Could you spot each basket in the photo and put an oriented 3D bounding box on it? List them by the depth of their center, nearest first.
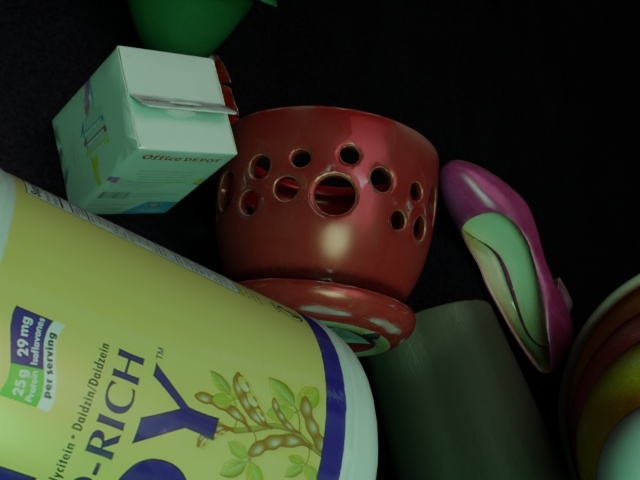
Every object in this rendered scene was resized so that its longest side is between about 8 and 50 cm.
[{"bbox_3d":[0.132,0.180,0.872,0.204,0.154,0.226,24,44,-62],"label":"basket"}]

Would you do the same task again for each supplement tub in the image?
[{"bbox_3d":[-0.161,0.100,0.538,0.331,0.241,0.241,27,52,-27],"label":"supplement tub"}]

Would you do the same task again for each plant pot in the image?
[{"bbox_3d":[0.000,0.000,0.823,0.191,0.191,0.174,20,67,-32],"label":"plant pot"}]

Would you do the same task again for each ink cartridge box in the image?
[{"bbox_3d":[-0.140,-0.089,0.789,0.092,0.143,0.089,-1,69,-41],"label":"ink cartridge box"}]

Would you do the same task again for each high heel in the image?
[{"bbox_3d":[0.197,0.029,1.058,0.244,0.082,0.117,56,34,-19],"label":"high heel"}]

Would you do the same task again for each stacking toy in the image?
[{"bbox_3d":[0.326,0.183,0.809,0.480,0.351,0.350,1,66,-62],"label":"stacking toy"}]

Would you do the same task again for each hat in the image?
[{"bbox_3d":[-0.148,-0.174,0.915,0.173,0.183,0.208,11,19,-43],"label":"hat"}]
